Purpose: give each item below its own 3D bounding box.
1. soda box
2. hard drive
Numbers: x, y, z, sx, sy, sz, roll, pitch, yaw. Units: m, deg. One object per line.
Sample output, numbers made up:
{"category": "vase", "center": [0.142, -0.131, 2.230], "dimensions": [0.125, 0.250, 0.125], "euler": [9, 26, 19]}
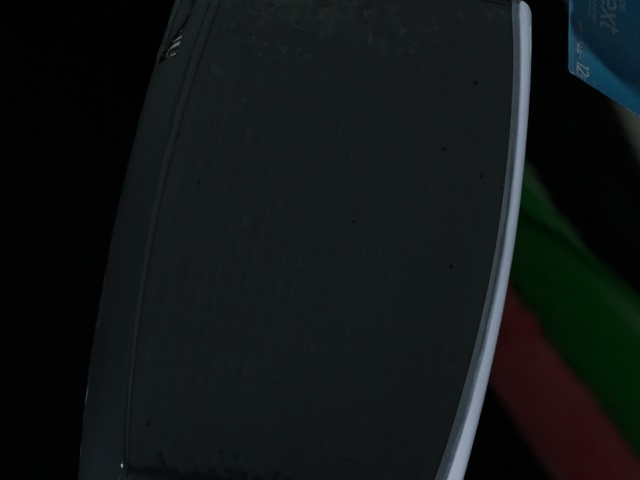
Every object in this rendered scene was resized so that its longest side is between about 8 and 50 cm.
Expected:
{"category": "soda box", "center": [0.217, -0.185, 1.280], "dimensions": [0.071, 0.067, 0.210], "euler": [38, 157, 28]}
{"category": "hard drive", "center": [0.000, 0.000, 0.790], "dimensions": [0.172, 0.054, 0.254], "euler": [13, -102, -6]}
